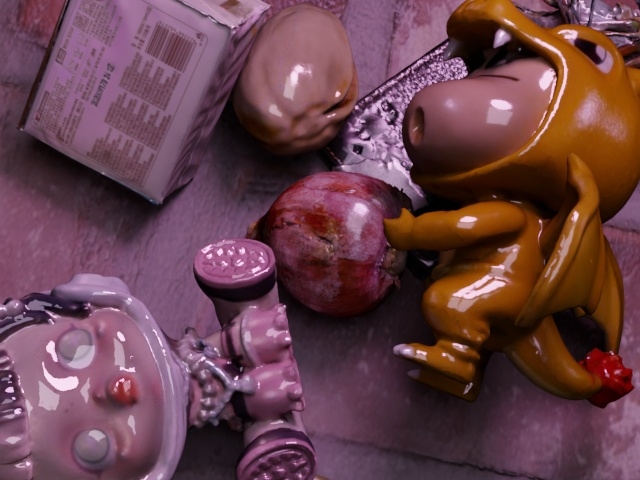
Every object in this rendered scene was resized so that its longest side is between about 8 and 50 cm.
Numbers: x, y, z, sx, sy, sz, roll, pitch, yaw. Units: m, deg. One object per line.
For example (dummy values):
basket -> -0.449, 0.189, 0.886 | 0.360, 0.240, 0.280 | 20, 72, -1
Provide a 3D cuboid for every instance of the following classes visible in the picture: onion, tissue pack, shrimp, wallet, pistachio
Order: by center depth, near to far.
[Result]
tissue pack -> -0.190, -0.185, 1.387 | 0.185, 0.225, 0.124 | 30, 28, 5
onion -> 0.000, 0.000, 1.401 | 0.195, 0.159, 0.159 | 9, 62, 27
pistachio -> -0.028, -0.181, 1.463 | 0.144, 0.144, 0.215 | 14, 40, -4
wallet -> 0.153, -0.110, 1.510 | 0.262, 0.071, 0.221 | -34, 77, -14
shrimp -> 0.349, -0.249, 1.578 | 0.372, 0.137, 0.172 | 36, 29, -2

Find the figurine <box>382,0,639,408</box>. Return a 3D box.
figurine -> 0.219, -0.020, 1.338 | 0.268, 0.401, 0.387 | 12, 77, 32

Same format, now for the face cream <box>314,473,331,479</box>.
face cream -> -0.074, 0.367, 1.256 | 0.348, 0.081, 0.173 | -40, 79, -22

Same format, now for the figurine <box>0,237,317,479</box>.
figurine -> -0.186, 0.162, 1.254 | 0.361, 0.211, 0.253 | -9, 63, -15
